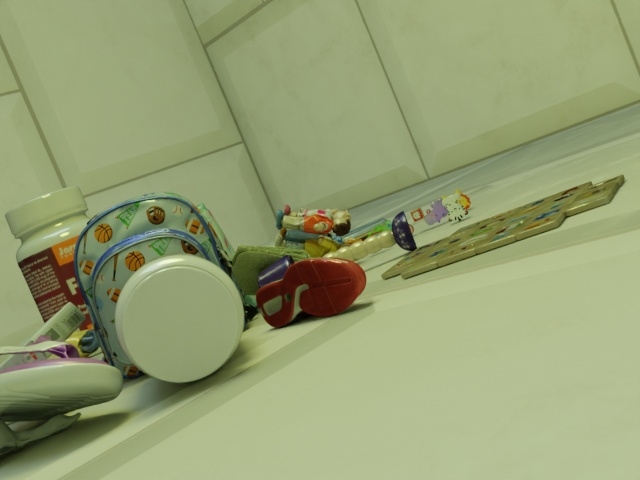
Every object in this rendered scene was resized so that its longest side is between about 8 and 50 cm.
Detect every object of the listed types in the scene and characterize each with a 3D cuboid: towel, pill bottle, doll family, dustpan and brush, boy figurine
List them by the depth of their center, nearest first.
[{"bbox_3d":[-0.412,0.259,1.124,0.211,0.060,0.147,-31,-6,-23],"label":"dustpan and brush"},{"bbox_3d":[-0.182,0.097,1.143,0.160,0.160,0.283,-23,4,-9],"label":"pill bottle"},{"bbox_3d":[-0.098,0.056,1.548,0.148,0.027,0.110,6,-53,-32],"label":"towel"},{"bbox_3d":[0.000,0.000,1.712,0.163,0.119,0.263,8,7,1],"label":"doll family"},{"bbox_3d":[-0.498,0.228,1.763,0.285,0.092,0.177,-23,4,2],"label":"boy figurine"},{"bbox_3d":[-0.600,0.081,2.150,0.224,0.392,0.224,-23,4,2],"label":"pill bottle"}]

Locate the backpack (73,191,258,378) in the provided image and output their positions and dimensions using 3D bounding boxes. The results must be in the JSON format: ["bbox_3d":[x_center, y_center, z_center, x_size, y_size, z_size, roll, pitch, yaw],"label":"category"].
[{"bbox_3d":[-0.262,0.059,1.382,0.276,0.264,0.213,-23,4,-11],"label":"backpack"}]

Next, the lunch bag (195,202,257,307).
[{"bbox_3d":[-0.232,0.050,1.672,0.160,0.223,0.262,-31,8,-24],"label":"lunch bag"}]

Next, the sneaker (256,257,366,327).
[{"bbox_3d":[0.012,0.051,1.228,0.128,0.087,0.221,-27,7,-39],"label":"sneaker"}]

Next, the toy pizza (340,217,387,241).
[{"bbox_3d":[0.069,-0.001,2.083,0.201,0.032,0.201,-24,3,1],"label":"toy pizza"}]

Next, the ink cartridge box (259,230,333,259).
[{"bbox_3d":[-0.082,0.043,1.888,0.154,0.093,0.212,-26,3,-36],"label":"ink cartridge box"}]

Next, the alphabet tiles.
[{"bbox_3d":[0.264,-0.019,1.282,0.342,0.011,0.285,-21,3,29],"label":"alphabet tiles"}]

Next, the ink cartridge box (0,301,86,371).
[{"bbox_3d":[-0.459,0.186,1.365,0.179,0.045,0.145,-41,8,19],"label":"ink cartridge box"}]

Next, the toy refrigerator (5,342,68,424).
[{"bbox_3d":[-0.547,0.263,1.504,0.269,0.094,0.102,-21,4,19],"label":"toy refrigerator"}]

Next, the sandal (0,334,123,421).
[{"bbox_3d":[-0.385,0.177,1.156,0.169,0.102,0.416,3,-17,-32],"label":"sandal"}]

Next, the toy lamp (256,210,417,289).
[{"bbox_3d":[0.026,0.034,1.495,0.274,0.080,0.080,-20,4,7],"label":"toy lamp"}]

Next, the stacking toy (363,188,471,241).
[{"bbox_3d":[0.190,-0.035,1.730,0.221,0.052,0.167,-24,1,11],"label":"stacking toy"}]
